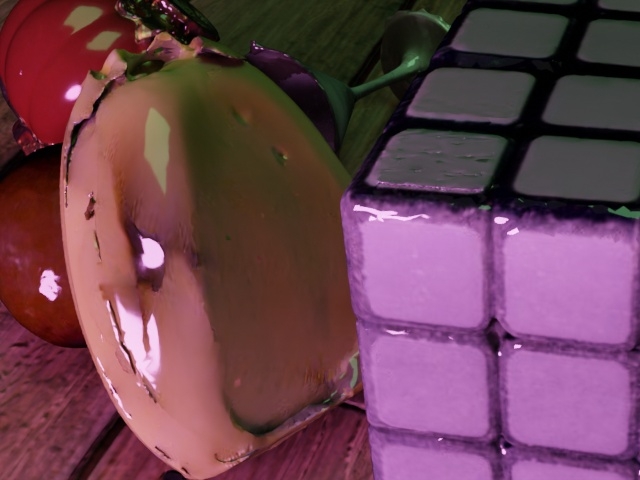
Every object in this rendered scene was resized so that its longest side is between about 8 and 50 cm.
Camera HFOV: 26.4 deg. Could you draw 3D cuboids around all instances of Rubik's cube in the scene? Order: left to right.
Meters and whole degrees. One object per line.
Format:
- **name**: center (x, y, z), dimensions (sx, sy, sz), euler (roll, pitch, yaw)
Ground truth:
- **Rubik's cube**: center (0.232, 0.042, 0.899), dimensions (0.344, 0.344, 0.337), euler (6, 35, 18)

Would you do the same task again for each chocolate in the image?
- **chocolate**: center (-0.188, 0.011, 1.098), dimensions (0.177, 0.176, 0.177), euler (3, 36, -2)

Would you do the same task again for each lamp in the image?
- **lamp**: center (-0.192, -0.139, 1.250), dimensions (0.227, 0.227, 0.227), euler (3, 36, -2)

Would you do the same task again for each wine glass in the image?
- **wine glass**: center (0.035, -0.145, 1.339), dimensions (0.156, 0.156, 0.232), euler (31, 40, 31)

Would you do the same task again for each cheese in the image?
- **cheese**: center (-0.076, 0.000, 1.012), dimensions (0.128, 0.316, 0.259), euler (-13, 14, 48)
